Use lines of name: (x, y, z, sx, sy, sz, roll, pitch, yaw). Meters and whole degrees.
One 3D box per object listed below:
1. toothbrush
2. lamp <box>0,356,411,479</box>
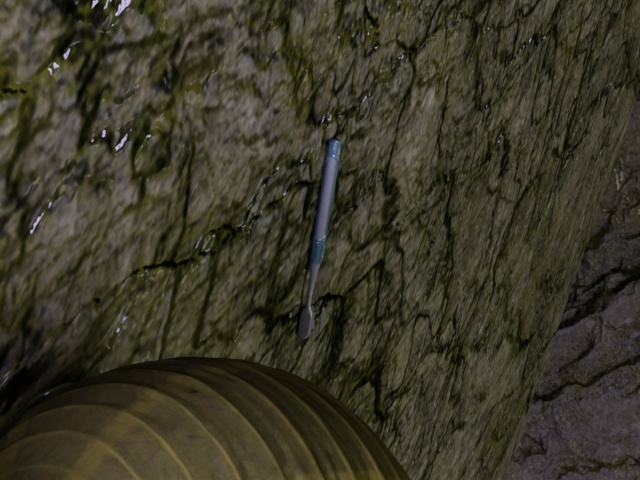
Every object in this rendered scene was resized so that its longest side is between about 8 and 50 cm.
toothbrush: (0.000, 0.000, 0.895, 0.014, 0.011, 0.167, -41, 143, -64)
lamp: (-0.073, 0.167, 0.506, 0.284, 0.250, 0.250, 37, 71, -55)
